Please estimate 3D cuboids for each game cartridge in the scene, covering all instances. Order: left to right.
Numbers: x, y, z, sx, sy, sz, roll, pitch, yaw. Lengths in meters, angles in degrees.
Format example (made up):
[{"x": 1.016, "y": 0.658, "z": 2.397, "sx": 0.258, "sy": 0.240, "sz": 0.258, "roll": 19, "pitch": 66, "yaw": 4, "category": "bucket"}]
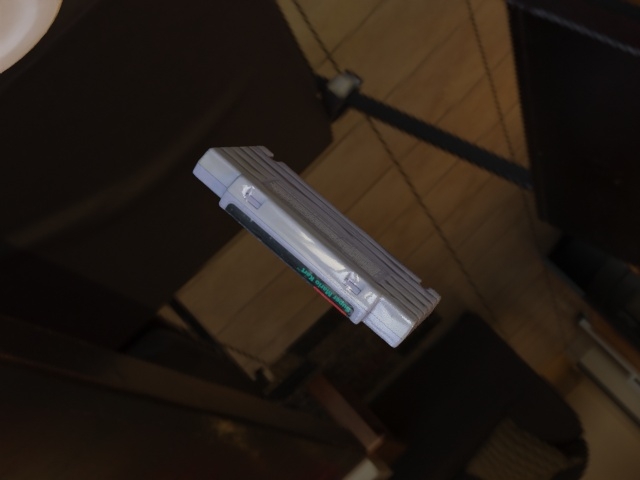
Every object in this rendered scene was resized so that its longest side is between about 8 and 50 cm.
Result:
[{"x": 0.000, "y": 0.000, "z": 1.414, "sx": 0.068, "sy": 0.355, "sz": 0.230, "roll": -52, "pitch": 171, "yaw": 19, "category": "game cartridge"}]

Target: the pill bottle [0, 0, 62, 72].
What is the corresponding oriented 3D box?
[{"x": -0.258, "y": -0.201, "z": 0.603, "sx": 0.121, "sy": 0.216, "sz": 0.121, "roll": -37, "pitch": 170, "yaw": -7, "category": "pill bottle"}]
